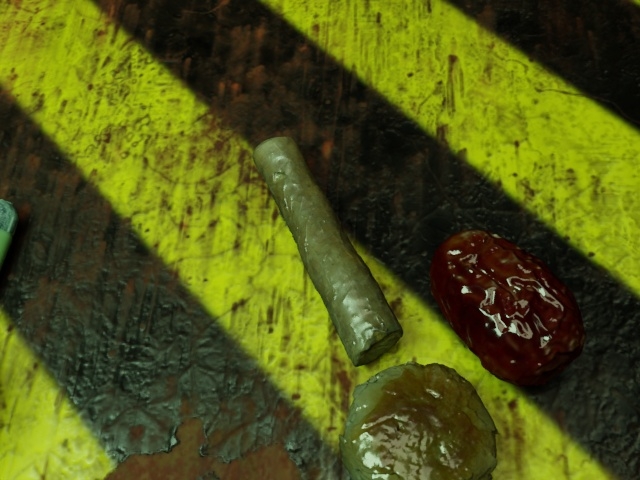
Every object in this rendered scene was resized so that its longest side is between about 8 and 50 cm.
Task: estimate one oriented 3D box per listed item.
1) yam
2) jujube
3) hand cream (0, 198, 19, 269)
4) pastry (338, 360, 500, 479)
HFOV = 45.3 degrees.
[{"bbox_3d":[0.000,0.000,0.858,0.066,0.066,0.300,-24,61,-9],"label":"yam"},{"bbox_3d":[0.185,0.063,0.782,0.112,0.109,0.176,-8,50,-40],"label":"jujube"},{"bbox_3d":[-0.407,0.032,0.889,0.095,0.046,0.175,9,68,9],"label":"hand cream"},{"bbox_3d":[0.095,0.188,0.733,0.153,0.081,0.153,-4,56,5],"label":"pastry"}]
